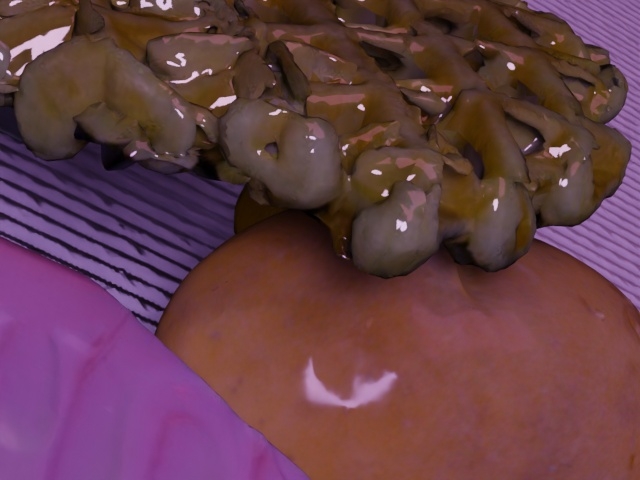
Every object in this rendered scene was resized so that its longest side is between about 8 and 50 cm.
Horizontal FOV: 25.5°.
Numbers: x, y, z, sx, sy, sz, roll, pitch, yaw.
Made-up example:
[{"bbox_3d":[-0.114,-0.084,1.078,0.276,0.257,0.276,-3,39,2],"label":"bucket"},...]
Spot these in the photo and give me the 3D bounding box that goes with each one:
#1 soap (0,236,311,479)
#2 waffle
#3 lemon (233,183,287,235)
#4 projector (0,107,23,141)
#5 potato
[{"bbox_3d":[-0.129,0.090,0.438,0.323,0.109,0.193,27,38,-18],"label":"soap"},{"bbox_3d":[-0.020,-0.092,0.599,0.317,0.073,0.297,28,28,16],"label":"waffle"},{"bbox_3d":[0.000,0.000,0.678,0.082,0.082,0.111,-6,54,-46],"label":"lemon"},{"bbox_3d":[-0.176,-0.130,0.679,0.147,0.061,0.115,30,38,-12],"label":"projector"},{"bbox_3d":[0.043,0.063,0.584,0.233,0.146,0.150,13,53,-29],"label":"potato"}]
